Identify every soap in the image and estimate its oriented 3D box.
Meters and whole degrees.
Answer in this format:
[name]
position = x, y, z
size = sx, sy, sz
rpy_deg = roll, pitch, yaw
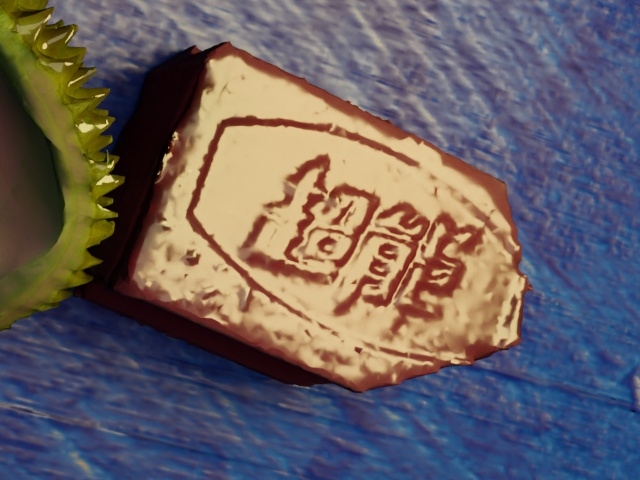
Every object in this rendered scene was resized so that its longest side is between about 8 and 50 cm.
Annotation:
[soap]
position = 0.000, 0.000, 1.116
size = 0.250, 0.099, 0.162
rpy_deg = 24, 76, -25

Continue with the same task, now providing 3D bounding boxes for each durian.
[durian]
position = -0.219, -0.101, 0.976
size = 0.169, 0.158, 0.352
rpy_deg = -41, 113, -5
